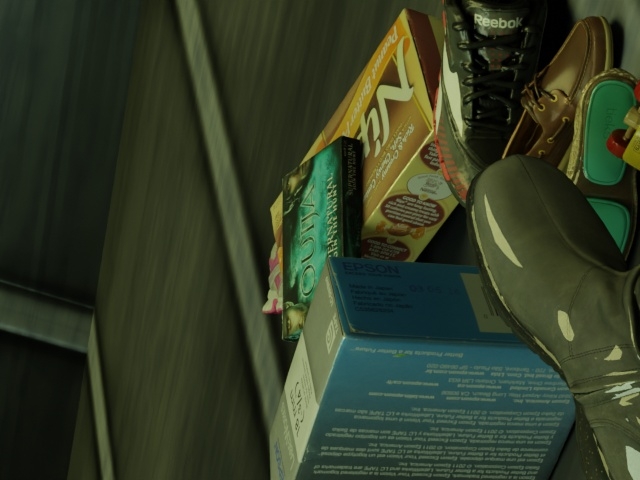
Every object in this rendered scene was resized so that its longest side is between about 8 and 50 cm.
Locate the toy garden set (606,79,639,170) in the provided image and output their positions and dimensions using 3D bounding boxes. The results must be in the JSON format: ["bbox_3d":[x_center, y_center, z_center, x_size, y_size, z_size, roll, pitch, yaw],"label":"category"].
[{"bbox_3d":[0.295,-0.082,1.368,0.244,0.049,0.204,-103,26,-43],"label":"toy garden set"}]

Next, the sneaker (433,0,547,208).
[{"bbox_3d":[0.156,-0.161,1.719,0.135,0.097,0.276,77,-164,-83],"label":"sneaker"}]

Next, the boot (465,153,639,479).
[{"bbox_3d":[0.229,0.038,1.356,0.338,0.118,0.223,63,158,22],"label":"boot"}]

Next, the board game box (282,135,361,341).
[{"bbox_3d":[0.000,0.000,1.917,0.126,0.026,0.186,-33,51,52],"label":"board game box"}]

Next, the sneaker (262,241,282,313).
[{"bbox_3d":[-0.014,0.035,2.272,0.252,0.103,0.111,172,100,-72],"label":"sneaker"}]

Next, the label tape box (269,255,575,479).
[{"bbox_3d":[0.084,0.176,1.661,0.106,0.240,0.334,-105,26,-48],"label":"label tape box"}]

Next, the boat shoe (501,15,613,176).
[{"bbox_3d":[0.209,-0.120,1.635,0.064,0.060,0.178,-104,25,-47],"label":"boat shoe"}]

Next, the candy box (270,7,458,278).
[{"bbox_3d":[0.061,-0.065,1.958,0.316,0.087,0.183,-54,33,36],"label":"candy box"}]

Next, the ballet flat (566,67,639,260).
[{"bbox_3d":[0.235,-0.044,1.552,0.067,0.073,0.206,-49,-28,-71],"label":"ballet flat"}]
